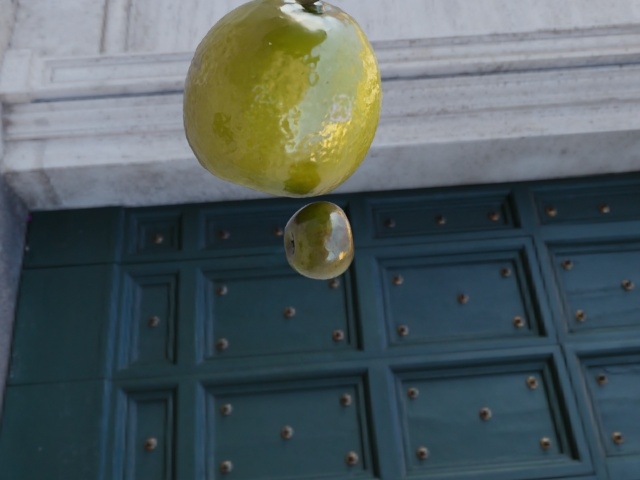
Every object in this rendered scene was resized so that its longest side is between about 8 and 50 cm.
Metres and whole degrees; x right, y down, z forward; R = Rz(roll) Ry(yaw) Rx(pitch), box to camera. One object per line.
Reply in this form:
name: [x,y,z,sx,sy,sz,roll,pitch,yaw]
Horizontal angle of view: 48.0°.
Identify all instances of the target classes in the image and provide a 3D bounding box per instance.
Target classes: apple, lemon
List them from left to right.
lemon: [-0.041,-0.183,0.861,0.240,0.240,0.219,-98,-157,-62]
apple: [0.000,0.000,0.813,0.089,0.074,0.090,176,-90,-69]

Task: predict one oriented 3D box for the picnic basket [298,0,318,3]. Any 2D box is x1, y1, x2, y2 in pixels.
picnic basket: [-0.023,-0.357,0.626,0.267,0.139,0.165,73,34,-57]
